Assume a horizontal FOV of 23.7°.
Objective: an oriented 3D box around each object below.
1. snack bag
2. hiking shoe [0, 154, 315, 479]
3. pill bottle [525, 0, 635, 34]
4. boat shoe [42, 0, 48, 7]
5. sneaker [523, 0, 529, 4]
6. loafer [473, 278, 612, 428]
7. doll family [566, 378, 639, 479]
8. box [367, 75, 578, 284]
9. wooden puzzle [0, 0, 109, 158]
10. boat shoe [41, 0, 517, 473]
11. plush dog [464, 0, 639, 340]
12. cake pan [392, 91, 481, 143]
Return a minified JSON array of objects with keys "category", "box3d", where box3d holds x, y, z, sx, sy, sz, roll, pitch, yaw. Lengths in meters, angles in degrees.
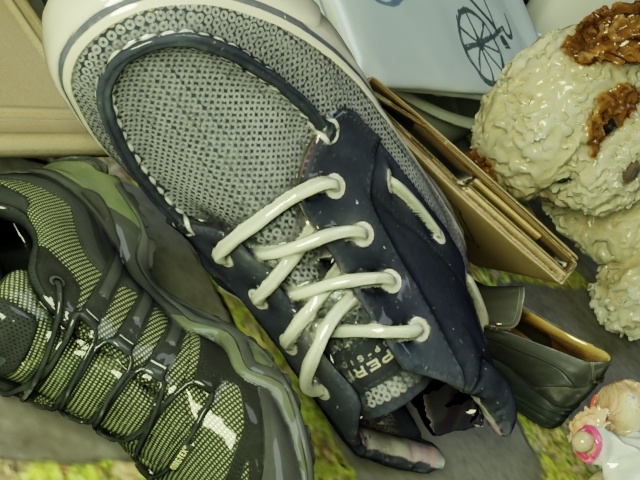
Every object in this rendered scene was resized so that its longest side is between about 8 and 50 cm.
[{"category":"snack bag","box3d":[0.049,-0.245,1.122,0.342,0.037,0.323,-3,69,-58]},{"category":"hiking shoe","box3d":[-0.098,0.057,0.661,0.114,0.086,0.227,-9,48,-48]},{"category":"pill bottle","box3d":[0.346,-0.126,1.403,0.334,0.188,0.188,23,34,-35]},{"category":"boat shoe","box3d":[-0.110,-0.223,0.897,0.109,0.089,0.258,28,57,0]},{"category":"sneaker","box3d":[0.151,-0.284,1.453,0.162,0.106,0.281,46,26,-4]},{"category":"loafer","box3d":[0.108,0.047,0.965,0.170,0.061,0.062,36,29,-16]},{"category":"doll family","box3d":[0.250,0.167,0.971,0.263,0.118,0.163,8,47,-23]},{"category":"box","box3d":[0.069,-0.038,0.965,0.164,0.021,0.201,41,-4,-8]},{"category":"wooden puzzle","box3d":[-0.228,-0.116,0.757,0.238,0.044,0.221,50,27,20]},{"category":"boat shoe","box3d":[0.000,0.000,0.753,0.340,0.127,0.158,37,27,-50]},{"category":"plush dog","box3d":[0.209,-0.083,1.101,0.225,0.262,0.210,11,32,-43]},{"category":"cake pan","box3d":[0.027,-0.179,1.182,0.293,0.054,0.293,34,29,-21]}]
